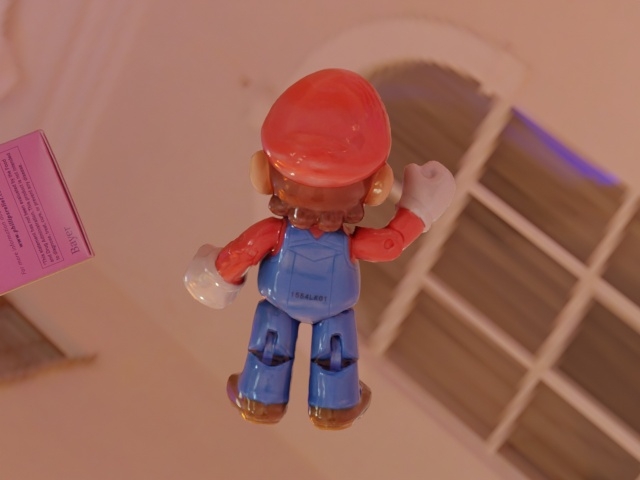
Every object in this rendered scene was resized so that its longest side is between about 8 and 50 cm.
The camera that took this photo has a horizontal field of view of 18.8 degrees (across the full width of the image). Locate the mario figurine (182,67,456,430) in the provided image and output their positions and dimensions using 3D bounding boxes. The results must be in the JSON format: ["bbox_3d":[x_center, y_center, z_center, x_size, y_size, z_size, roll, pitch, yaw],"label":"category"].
[{"bbox_3d":[0.000,0.000,1.756,0.198,0.170,0.321,-4,-72,-38],"label":"mario figurine"}]

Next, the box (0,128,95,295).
[{"bbox_3d":[-0.327,0.004,1.649,0.243,0.117,0.213,-23,4,-6],"label":"box"}]
